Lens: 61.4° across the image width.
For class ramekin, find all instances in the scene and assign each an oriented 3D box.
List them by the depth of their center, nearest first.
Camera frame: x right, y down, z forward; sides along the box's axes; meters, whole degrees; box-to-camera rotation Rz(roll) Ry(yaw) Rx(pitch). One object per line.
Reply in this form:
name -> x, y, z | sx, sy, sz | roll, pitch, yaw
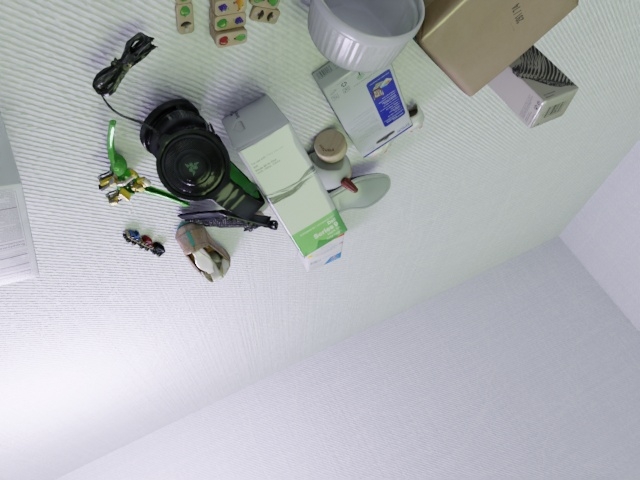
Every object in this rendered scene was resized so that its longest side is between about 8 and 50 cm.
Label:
ramekin -> 0.074, -0.406, 0.984 | 0.207, 0.207, 0.109 | -18, 160, -25

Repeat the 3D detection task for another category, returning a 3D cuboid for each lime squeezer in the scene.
lime squeezer -> -0.387, -0.137, 1.102 | 0.110, 0.058, 0.310 | 9, 157, 18

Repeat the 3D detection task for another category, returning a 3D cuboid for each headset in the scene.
headset -> -0.238, -0.195, 1.013 | 0.185, 0.243, 0.394 | -46, 135, 7

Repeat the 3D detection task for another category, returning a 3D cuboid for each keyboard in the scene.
keyboard -> -0.204, -0.043, 1.283 | 0.202, 0.033, 0.317 | 7, 178, -30

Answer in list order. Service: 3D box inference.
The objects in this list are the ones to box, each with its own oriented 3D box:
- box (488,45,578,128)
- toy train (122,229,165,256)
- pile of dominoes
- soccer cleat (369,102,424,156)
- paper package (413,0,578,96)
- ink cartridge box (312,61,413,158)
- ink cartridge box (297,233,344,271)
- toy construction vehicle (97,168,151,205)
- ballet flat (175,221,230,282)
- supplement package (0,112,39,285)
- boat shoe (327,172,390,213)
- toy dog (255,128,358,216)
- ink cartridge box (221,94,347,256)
box -> 0.483, -0.409, 1.317 | 0.113, 0.275, 0.094 | -24, 153, -17
toy train -> -0.445, 0.006, 1.371 | 0.036, 0.027, 0.158 | -37, 154, 5
pile of dominoes -> -0.140, -0.436, 0.880 | 0.196, 0.040, 0.251 | -20, 153, -21
soccer cleat -> 0.190, -0.301, 1.458 | 0.196, 0.068, 0.076 | -32, 141, 0
paper package -> 0.340, -0.503, 1.125 | 0.309, 0.168, 0.325 | -41, 153, 21
ink cartridge box -> 0.113, -0.335, 1.304 | 0.166, 0.065, 0.332 | -33, 153, 6
ink cartridge box -> 0.000, 0.000, 1.774 | 0.134, 0.078, 0.231 | -24, 154, -16
toy construction vehicle -> -0.396, -0.104, 1.080 | 0.098, 0.035, 0.086 | -19, 153, 5
ballet flat -> -0.317, 0.057, 1.509 | 0.108, 0.106, 0.316 | -30, 155, -1
supplement package -> -0.600, -0.063, 0.881 | 0.198, 0.199, 0.262 | -15, 150, -29
boat shoe -> 0.060, -0.134, 1.590 | 0.303, 0.091, 0.114 | -21, 126, -15
toy dog -> -0.036, -0.130, 1.405 | 0.334, 0.160, 0.220 | -40, 153, 19
ink cartridge box -> -0.078, -0.141, 1.160 | 0.122, 0.211, 0.289 | -31, 125, -1
